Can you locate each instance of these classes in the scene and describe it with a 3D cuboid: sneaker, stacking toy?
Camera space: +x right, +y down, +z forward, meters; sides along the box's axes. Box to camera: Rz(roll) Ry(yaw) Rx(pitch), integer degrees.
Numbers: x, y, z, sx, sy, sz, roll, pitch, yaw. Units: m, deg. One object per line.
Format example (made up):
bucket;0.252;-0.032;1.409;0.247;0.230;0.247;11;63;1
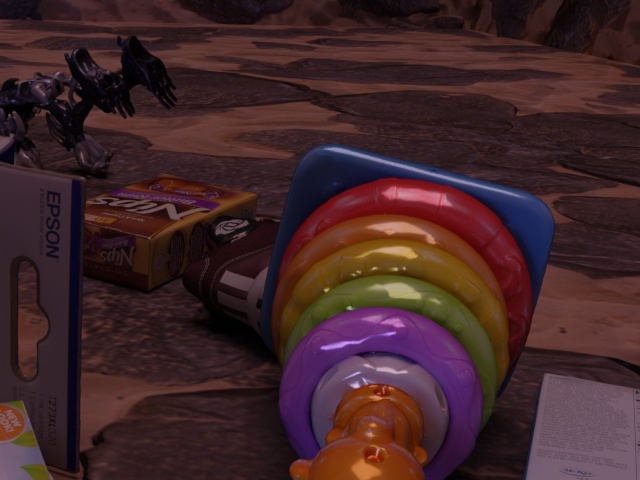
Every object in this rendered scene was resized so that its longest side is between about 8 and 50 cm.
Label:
sneaker;0.000;0.000;0.872;0.163;0.106;0.281;14;20;37
stacking toy;0.038;0.071;0.557;0.175;0.165;0.302;14;20;2

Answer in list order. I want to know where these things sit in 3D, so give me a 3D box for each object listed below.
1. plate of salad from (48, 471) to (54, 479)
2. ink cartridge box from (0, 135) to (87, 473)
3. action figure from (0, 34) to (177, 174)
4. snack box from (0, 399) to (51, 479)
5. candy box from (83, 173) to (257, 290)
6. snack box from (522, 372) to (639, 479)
plate of salad;-0.227;0.126;0.498;0.200;0.048;0.200;4;17;-1
ink cartridge box;-0.289;0.010;0.636;0.371;0.175;0.069;12;18;21
action figure;-0.300;-0.125;1.143;0.276;0.140;0.164;-15;13;33
snack box;-0.158;0.135;0.434;0.100;0.037;0.141;-4;40;-32
candy box;-0.149;-0.012;0.952;0.109;0.053;0.187;13;21;22
snack box;0.262;0.155;0.516;0.322;0.060;0.187;9;18;14
